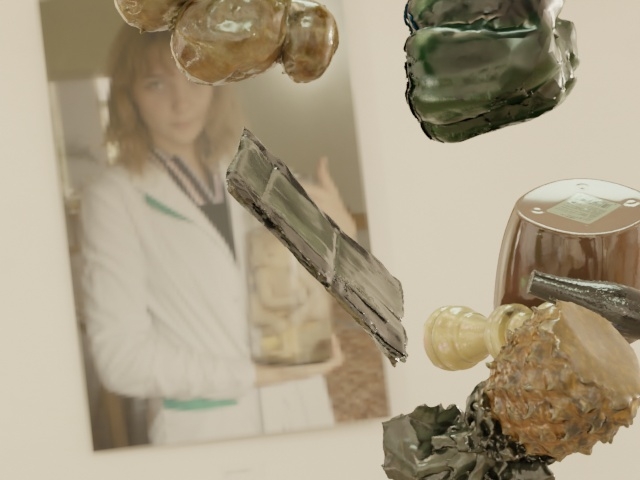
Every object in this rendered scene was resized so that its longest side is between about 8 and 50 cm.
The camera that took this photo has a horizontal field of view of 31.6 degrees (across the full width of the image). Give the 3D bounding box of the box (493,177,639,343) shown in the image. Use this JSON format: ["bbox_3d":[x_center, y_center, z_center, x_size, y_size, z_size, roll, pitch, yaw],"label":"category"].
[{"bbox_3d":[0.457,0.032,1.969,0.301,0.216,0.301,-1,25,0],"label":"box"}]

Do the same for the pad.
[{"bbox_3d":[0.001,0.000,1.042,0.022,0.233,0.174,-39,15,16],"label":"pad"}]

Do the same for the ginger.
[{"bbox_3d":[-0.121,-0.309,1.455,0.244,0.304,0.155,-32,-9,-12],"label":"ginger"}]

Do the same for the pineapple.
[{"bbox_3d":[0.142,0.145,0.884,0.111,0.119,0.237,13,-44,-33],"label":"pineapple"}]

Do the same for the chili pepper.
[{"bbox_3d":[0.249,-0.278,1.689,0.256,0.248,0.233,-6,-25,21],"label":"chili pepper"}]

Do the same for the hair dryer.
[{"bbox_3d":[0.366,0.142,1.594,0.195,0.219,0.075,17,41,4],"label":"hair dryer"}]

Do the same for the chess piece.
[{"bbox_3d":[0.319,0.152,1.846,0.117,0.117,0.397,-6,-4,-28],"label":"chess piece"}]
